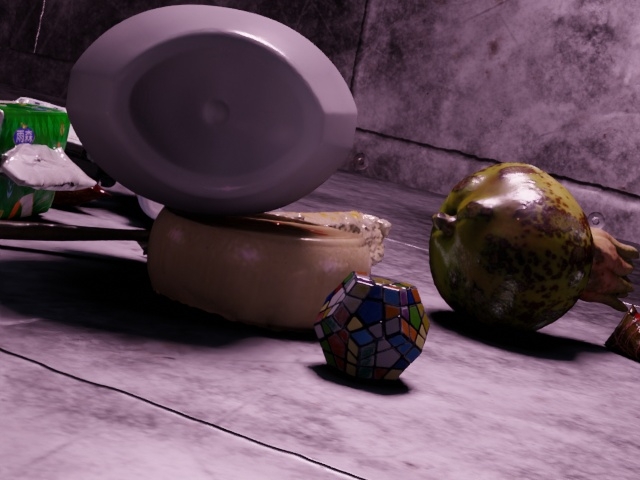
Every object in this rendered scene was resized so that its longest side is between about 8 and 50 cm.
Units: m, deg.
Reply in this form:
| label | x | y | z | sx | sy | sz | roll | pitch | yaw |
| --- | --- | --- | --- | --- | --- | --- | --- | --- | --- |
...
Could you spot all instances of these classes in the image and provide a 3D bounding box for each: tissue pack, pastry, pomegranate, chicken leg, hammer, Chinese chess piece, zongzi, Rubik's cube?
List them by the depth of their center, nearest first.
| label | x | y | z | sx | sy | sz | roll | pitch | yaw |
| --- | --- | --- | --- | --- | --- | --- | --- | --- | --- |
| Rubik's cube | 0.049 | 0.081 | 1.231 | 0.093 | 0.111 | 0.111 | 36 | 4 | -10 |
| Chinese chess piece | -0.068 | 0.026 | 1.431 | 0.250 | 0.103 | 0.250 | 10 | 7 | -1 |
| hammer | -0.290 | -0.011 | 1.513 | 0.297 | 0.027 | 0.125 | 2 | -16 | -28 |
| pomegranate | 0.274 | 0.005 | 1.616 | 0.277 | 0.204 | 0.222 | -8 | 42 | -2 |
| zongzi | 0.416 | 0.135 | 1.641 | 0.073 | 0.067 | 0.083 | 21 | 20 | -35 |
| tissue pack | -0.394 | -0.099 | 1.655 | 0.156 | 0.148 | 0.209 | 14 | 7 | 12 |
| pastry | -0.006 | -0.001 | 1.770 | 0.121 | 0.089 | 0.258 | 13 | 6 | 35 |
| chicken leg | -0.419 | -0.089 | 1.857 | 0.234 | 0.063 | 0.105 | 11 | 14 | -15 |

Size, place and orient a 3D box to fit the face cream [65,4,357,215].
| label | x | y | z | sx | sy | sz | roll | pitch | yaw |
| --- | --- | --- | --- | --- | --- | --- | --- | --- | --- |
| face cream | -0.119 | -0.144 | 1.420 | 0.312 | 0.219 | 0.357 | 7 | 6 | -7 |

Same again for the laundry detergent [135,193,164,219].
| label | x | y | z | sx | sy | sz | roll | pitch | yaw |
| --- | --- | --- | --- | --- | --- | --- | --- | --- | --- |
| laundry detergent | -0.255 | -0.104 | 1.980 | 0.088 | 0.159 | 0.335 | -28 | 21 | -5 |

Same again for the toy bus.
| label | x | y | z | sx | sy | sz | roll | pitch | yaw |
| --- | --- | --- | --- | --- | --- | --- | --- | --- | --- |
| toy bus | -0.386 | -0.150 | 1.918 | 0.194 | 0.089 | 0.087 | 16 | -36 | -10 |
